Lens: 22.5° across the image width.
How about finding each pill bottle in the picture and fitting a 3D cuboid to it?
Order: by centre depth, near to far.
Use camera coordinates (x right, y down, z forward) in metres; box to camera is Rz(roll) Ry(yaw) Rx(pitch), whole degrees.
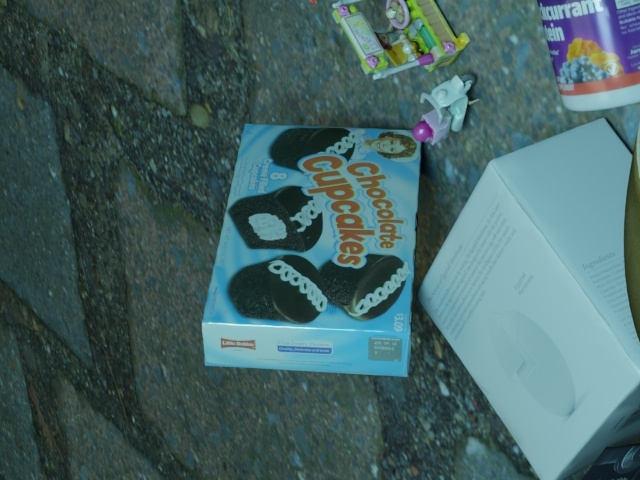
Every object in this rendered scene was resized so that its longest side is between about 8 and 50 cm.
[{"bbox_3d":[0.221,-0.207,1.261,0.108,0.108,0.193,4,113,60],"label":"pill bottle"}]

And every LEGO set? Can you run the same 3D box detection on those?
[{"bbox_3d":[0.036,-0.219,1.584,0.287,0.107,0.132,49,147,32],"label":"LEGO set"}]

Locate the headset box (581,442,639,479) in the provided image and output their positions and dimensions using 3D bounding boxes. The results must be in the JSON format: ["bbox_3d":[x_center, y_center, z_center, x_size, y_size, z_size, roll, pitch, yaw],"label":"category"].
[{"bbox_3d":[0.341,0.285,1.292,0.246,0.131,0.283,46,154,-8],"label":"headset box"}]

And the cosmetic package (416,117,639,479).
[{"bbox_3d":[0.223,0.056,1.413,0.224,0.138,0.224,56,151,20],"label":"cosmetic package"}]

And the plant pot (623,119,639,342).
[{"bbox_3d":[0.312,0.009,1.157,0.237,0.237,0.254,57,162,20],"label":"plant pot"}]

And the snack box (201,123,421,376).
[{"bbox_3d":[0.000,0.000,1.552,0.322,0.187,0.060,-83,-6,-52],"label":"snack box"}]
